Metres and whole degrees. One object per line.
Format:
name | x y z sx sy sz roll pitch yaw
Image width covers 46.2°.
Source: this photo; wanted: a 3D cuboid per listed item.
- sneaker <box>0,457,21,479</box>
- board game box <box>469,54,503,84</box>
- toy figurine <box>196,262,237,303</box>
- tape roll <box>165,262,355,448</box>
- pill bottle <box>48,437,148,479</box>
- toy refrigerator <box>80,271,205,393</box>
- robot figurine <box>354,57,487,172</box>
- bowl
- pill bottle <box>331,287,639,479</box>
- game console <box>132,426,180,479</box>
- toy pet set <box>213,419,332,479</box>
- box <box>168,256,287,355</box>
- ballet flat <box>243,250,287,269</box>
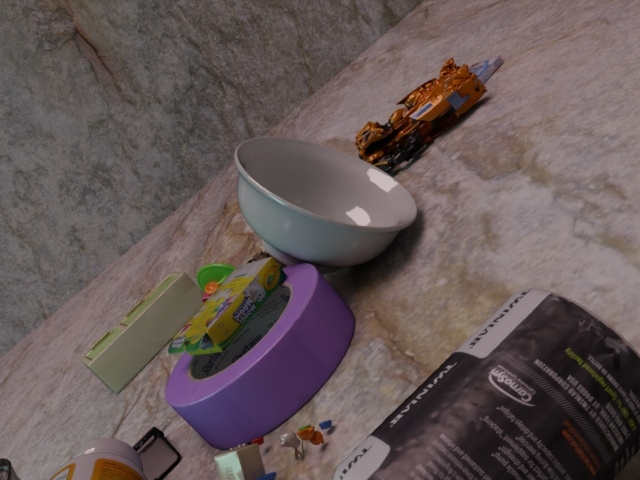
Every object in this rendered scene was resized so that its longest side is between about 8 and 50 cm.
sneaker | -0.450 0.456 1.039 0.111 0.129 0.297 -16 43 12
board game box | 0.327 -0.346 1.575 0.090 0.020 0.090 -47 19 -21
toy figurine | -0.157 0.139 1.272 0.173 0.130 0.159 -2 48 25
tape roll | -0.086 0.156 1.055 0.274 0.090 0.275 -37 17 13
pill bottle | -0.272 0.341 0.895 0.136 0.136 0.246 -39 17 2
toy refrigerator | -0.371 0.185 1.578 0.269 0.094 0.102 -47 18 -20
robot figurine | 0.181 -0.238 1.492 0.291 0.085 0.211 -37 19 8
bowl | -0.008 -0.041 1.174 0.298 0.297 0.134 -79 7 -64
pill bottle | 0.097 0.155 0.489 0.245 0.130 0.130 -41 16 -15
game console | -0.262 0.341 1.091 0.122 0.071 0.107 -44 -13 -16
toy pet set | -0.056 0.254 0.833 0.122 0.065 0.114 -24 -12 35
box | -0.135 0.102 1.072 0.105 0.043 0.179 -16 26 53
ballet flat | -0.116 0.048 1.408 0.084 0.058 0.250 -49 9 -8
